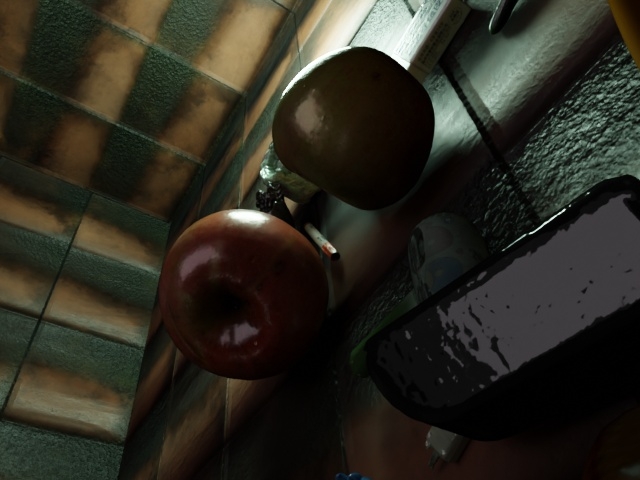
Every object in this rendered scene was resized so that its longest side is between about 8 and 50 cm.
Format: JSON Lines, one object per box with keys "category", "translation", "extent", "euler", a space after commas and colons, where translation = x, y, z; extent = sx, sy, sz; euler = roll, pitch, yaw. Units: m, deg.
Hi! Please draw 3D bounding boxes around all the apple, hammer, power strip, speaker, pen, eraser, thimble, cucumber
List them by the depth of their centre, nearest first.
{"category": "speaker", "translation": [0.238, 0.110, 0.532], "extent": [0.388, 0.180, 0.184], "euler": [-41, 36, 32]}
{"category": "power strip", "translation": [0.193, 0.226, 0.730], "extent": [0.191, 0.030, 0.047], "euler": [-63, 26, 7]}
{"category": "hammer", "translation": [0.142, 0.125, 0.850], "extent": [0.335, 0.119, 0.206], "euler": [-55, 25, 40]}
{"category": "cucumber", "translation": [0.364, -0.466, 1.001], "extent": [0.184, 0.036, 0.033], "euler": [-59, 17, 19]}
{"category": "apple", "translation": [0.071, -0.219, 1.057], "extent": [0.277, 0.319, 0.319], "euler": [-59, 24, 3]}
{"category": "apple", "translation": [-0.159, 0.108, 1.181], "extent": [0.364, 0.364, 0.364], "euler": [-46, 31, 38]}
{"category": "eraser", "translation": [0.231, -0.445, 1.219], "extent": [0.210, 0.068, 0.124], "euler": [-58, 28, 19]}
{"category": "pen", "translation": [0.000, 0.000, 1.341], "extent": [0.028, 0.028, 0.239], "euler": [-62, 23, 9]}
{"category": "thimble", "translation": [-0.073, -0.209, 1.536], "extent": [0.185, 0.149, 0.211], "euler": [-52, 27, 26]}

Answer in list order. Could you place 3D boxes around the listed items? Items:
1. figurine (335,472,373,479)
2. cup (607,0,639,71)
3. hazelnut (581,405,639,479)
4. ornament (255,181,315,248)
{"category": "figurine", "translation": [0.062, 0.387, 0.794], "extent": [0.114, 0.079, 0.114], "euler": [6, 98, 54]}
{"category": "cup", "translation": [0.389, -0.310, 0.554], "extent": [0.226, 0.264, 0.182], "euler": [-41, 24, 24]}
{"category": "hazelnut", "translation": [0.283, 0.226, 0.386], "extent": [0.186, 0.210, 0.210], "euler": [-31, 36, 16]}
{"category": "ornament", "translation": [-0.150, -0.007, 1.445], "extent": [0.251, 0.106, 0.260], "euler": [-50, 57, 31]}
